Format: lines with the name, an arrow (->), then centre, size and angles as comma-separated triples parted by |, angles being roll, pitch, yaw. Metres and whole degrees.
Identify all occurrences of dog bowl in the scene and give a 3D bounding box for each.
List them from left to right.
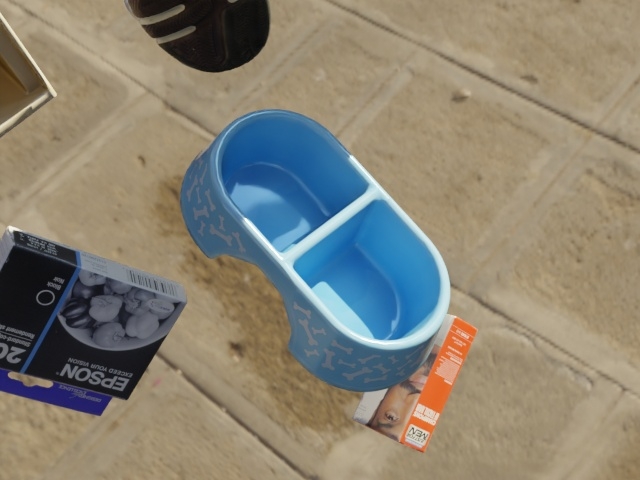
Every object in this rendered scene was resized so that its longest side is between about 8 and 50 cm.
dog bowl -> 0.000, 0.000, 0.951 | 0.166, 0.074, 0.297 | -37, 80, -29

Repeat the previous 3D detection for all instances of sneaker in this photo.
sneaker -> -0.121, -0.272, 0.777 | 0.106, 0.281, 0.163 | -19, 47, 13

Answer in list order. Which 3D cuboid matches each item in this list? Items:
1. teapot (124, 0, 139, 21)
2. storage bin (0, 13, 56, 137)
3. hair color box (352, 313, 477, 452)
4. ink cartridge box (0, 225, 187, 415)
teapot -> -0.218, -0.484, 1.657 | 0.187, 0.253, 0.256 | 8, 21, -4
storage bin -> -0.322, -0.106, 0.508 | 0.262, 0.260, 0.123 | -40, 53, -11
hair color box -> 0.117, 0.167, 1.273 | 0.093, 0.053, 0.167 | 15, 78, 50
ink cartridge box -> -0.285, 0.106, 1.119 | 0.208, 0.206, 0.045 | -57, 32, 20
